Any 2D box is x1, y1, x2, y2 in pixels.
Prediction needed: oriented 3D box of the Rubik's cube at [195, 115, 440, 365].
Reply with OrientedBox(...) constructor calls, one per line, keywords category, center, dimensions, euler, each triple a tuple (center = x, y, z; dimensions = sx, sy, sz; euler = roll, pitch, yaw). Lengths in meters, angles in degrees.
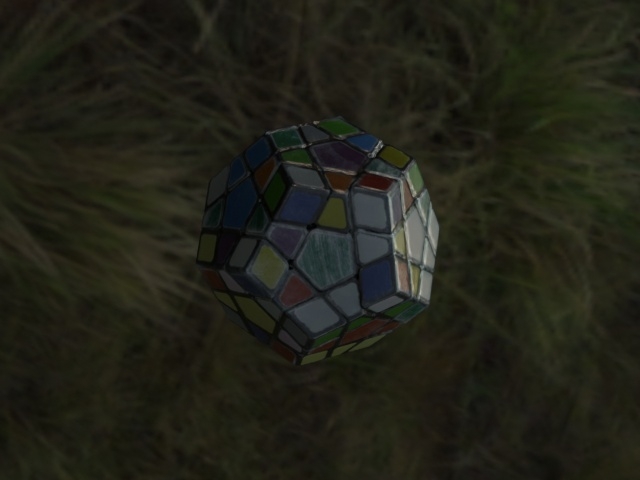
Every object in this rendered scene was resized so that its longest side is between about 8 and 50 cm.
OrientedBox(category="Rubik's cube", center=(0.000, 0.000, 0.665), dimensions=(0.111, 0.093, 0.111), euler=(-2, 90, -64))
